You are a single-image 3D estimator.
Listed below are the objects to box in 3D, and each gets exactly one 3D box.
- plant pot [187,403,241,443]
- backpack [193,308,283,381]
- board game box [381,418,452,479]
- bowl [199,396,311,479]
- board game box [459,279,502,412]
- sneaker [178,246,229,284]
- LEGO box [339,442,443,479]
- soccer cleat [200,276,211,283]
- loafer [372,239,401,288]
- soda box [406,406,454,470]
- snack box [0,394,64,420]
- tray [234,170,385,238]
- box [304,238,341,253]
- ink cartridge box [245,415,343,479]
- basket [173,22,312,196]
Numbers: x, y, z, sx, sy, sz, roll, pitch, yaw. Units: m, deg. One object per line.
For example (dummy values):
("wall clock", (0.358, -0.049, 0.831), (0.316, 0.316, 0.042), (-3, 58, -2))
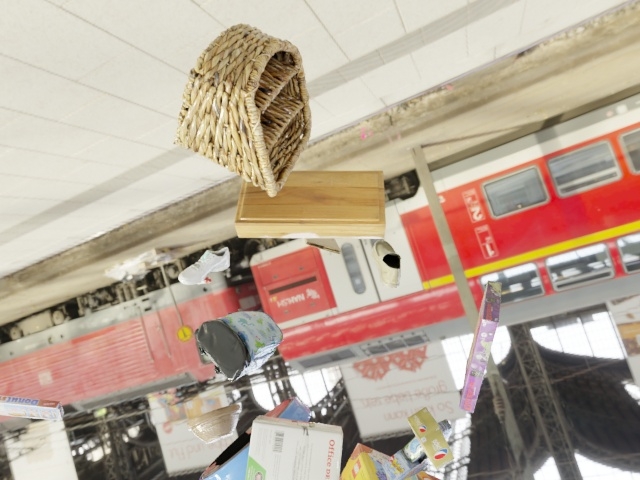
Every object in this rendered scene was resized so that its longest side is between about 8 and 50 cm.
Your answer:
("plant pot", (-0.456, 0.817, 1.916), (0.238, 0.109, 0.237), (-19, 157, -8))
("backpack", (-0.331, 0.447, 1.927), (0.273, 0.290, 0.355), (-46, 156, -2))
("board game box", (0.273, 0.609, 1.238), (0.194, 0.060, 0.194), (6, 125, -48))
("bowl", (-0.202, 0.634, 1.348), (0.391, 0.077, 0.391), (-39, 173, -6))
("board game box", (0.478, 0.316, 1.300), (0.056, 0.346, 0.208), (10, -151, 15))
("sneaker", (-0.419, 0.082, 1.572), (0.212, 0.080, 0.094), (-30, 145, -45))
("LEGO box", (0.280, 0.905, 1.337), (0.373, 0.193, 0.500), (27, -178, -8))
("soccer cleat", (-0.471, 0.159, 1.716), (0.084, 0.029, 0.035), (5, 137, -7))
("loafer", (0.275, 0.076, 1.739), (0.102, 0.268, 0.091), (9, 125, -14))
("soda box", (0.275, 0.494, 1.082), (0.058, 0.181, 0.061), (-30, -144, -5))
("snack box", (-0.726, 0.405, 1.057), (0.179, 0.022, 0.064), (10, 130, -9))
("tray", (-0.025, -0.108, 1.252), (0.412, 0.202, 0.076), (0, 145, 4))
("box", (0.000, 0.000, 2.020), (0.165, 0.021, 0.201), (16, -163, -13))
("ink cartridge box", (-0.061, 0.528, 1.059), (0.220, 0.160, 0.092), (7, 168, 4))
("basket", (-0.109, -0.277, 0.861), (0.213, 0.223, 0.299), (-59, -175, 40))
